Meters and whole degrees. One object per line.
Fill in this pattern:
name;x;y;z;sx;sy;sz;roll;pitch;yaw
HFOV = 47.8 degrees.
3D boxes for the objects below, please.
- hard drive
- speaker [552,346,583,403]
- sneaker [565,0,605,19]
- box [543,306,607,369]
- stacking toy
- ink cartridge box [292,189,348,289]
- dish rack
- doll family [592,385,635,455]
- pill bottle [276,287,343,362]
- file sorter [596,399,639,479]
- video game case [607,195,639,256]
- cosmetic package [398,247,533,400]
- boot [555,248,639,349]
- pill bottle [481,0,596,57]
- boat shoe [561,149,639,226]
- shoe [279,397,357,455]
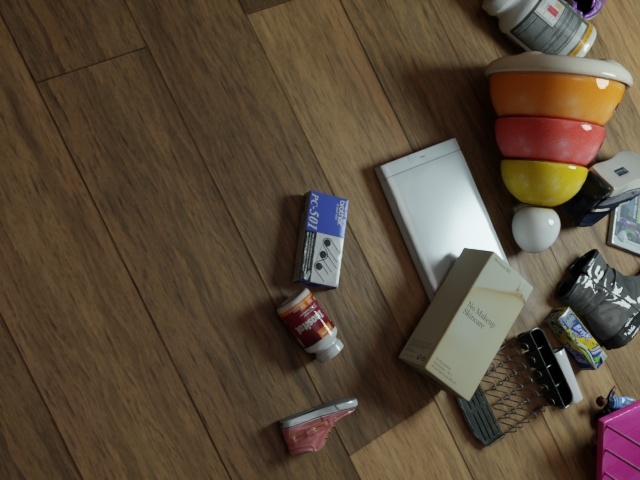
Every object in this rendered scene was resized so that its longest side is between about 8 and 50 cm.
hard drive;0.299;-0.050;1.755;0.233;0.047;0.353;-22;89;-24
speaker;0.604;0.339;1.801;0.055;0.055;0.136;-20;88;-24
sneaker;0.743;-0.666;2.020;0.236;0.104;0.095;-37;94;-25
box;0.647;0.250;1.833;0.054;0.059;0.169;-41;97;-22
stacking toy;0.559;-0.207;1.800;0.350;0.350;0.480;4;98;-21
ink cartridge box;0.000;0.000;1.625;0.097;0.046;0.207;13;75;-21
dish rack;0.455;0.355;1.728;0.271;0.074;0.208;-26;90;-24
doll family;0.735;0.466;1.825;0.111;0.076;0.193;9;72;-16
pill bottle;-0.019;0.185;1.560;0.086;0.086;0.152;-39;96;-23
file sorter;0.795;0.554;1.712;0.202;0.182;0.291;-15;112;-23
video game case;0.879;-0.055;2.005;0.173;0.022;0.190;18;74;-18
cosmetic package;0.334;0.188;1.655;0.160;0.113;0.309;38;78;-24
boot;0.782;0.101;1.891;0.223;0.118;0.338;49;63;-2
pill bottle;0.573;-0.579;1.903;0.278;0.162;0.162;36;69;-13
boat shoe;0.769;-0.135;1.925;0.340;0.158;0.127;-12;55;-39
shoe;0.004;0.398;1.545;0.178;0.063;0.081;-15;87;-18
